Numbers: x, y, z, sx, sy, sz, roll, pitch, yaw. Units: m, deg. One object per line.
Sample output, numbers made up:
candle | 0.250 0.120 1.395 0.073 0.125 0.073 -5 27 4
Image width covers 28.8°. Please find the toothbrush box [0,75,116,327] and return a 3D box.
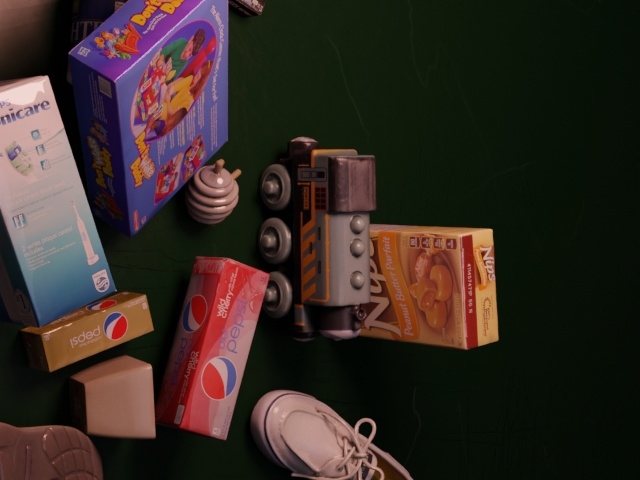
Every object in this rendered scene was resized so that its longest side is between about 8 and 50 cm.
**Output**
toothbrush box | -0.410 -0.052 1.606 0.126 0.216 0.295 -27 110 -39

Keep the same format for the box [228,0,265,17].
box | -0.144 -0.473 1.942 0.191 0.045 0.184 27 72 -39

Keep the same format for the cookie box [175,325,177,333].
cookie box | -0.176 0.183 1.947 0.107 0.040 0.091 10 85 -41

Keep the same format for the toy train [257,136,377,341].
toy train | 0.000 0.000 1.997 0.142 0.190 0.333 -2 93 -42

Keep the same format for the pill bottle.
pill bottle | -0.297 -0.309 1.765 0.112 0.112 0.186 6 88 -42

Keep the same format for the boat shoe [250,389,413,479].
boat shoe | 0.046 0.368 2.080 0.367 0.156 0.135 44 64 -35

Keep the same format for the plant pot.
plant pot | -0.305 0.230 1.796 0.096 0.109 0.109 -4 95 -30

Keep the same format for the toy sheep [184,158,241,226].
toy sheep | -0.165 -0.075 1.909 0.091 0.091 0.132 -31 147 -37

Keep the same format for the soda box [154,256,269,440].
soda box | -0.164 0.161 1.874 0.092 0.083 0.263 23 76 -38

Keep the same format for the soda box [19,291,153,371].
soda box | -0.333 0.129 1.788 0.181 0.061 0.058 -22 107 -39

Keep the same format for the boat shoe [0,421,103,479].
boat shoe | -0.417 0.306 1.673 0.355 0.130 0.132 42 48 -60

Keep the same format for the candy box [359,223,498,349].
candy box | 0.141 0.070 2.042 0.088 0.316 0.182 -9 98 -43

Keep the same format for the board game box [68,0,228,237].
board game box | -0.227 -0.192 1.723 0.233 0.078 0.347 -49 162 -30
